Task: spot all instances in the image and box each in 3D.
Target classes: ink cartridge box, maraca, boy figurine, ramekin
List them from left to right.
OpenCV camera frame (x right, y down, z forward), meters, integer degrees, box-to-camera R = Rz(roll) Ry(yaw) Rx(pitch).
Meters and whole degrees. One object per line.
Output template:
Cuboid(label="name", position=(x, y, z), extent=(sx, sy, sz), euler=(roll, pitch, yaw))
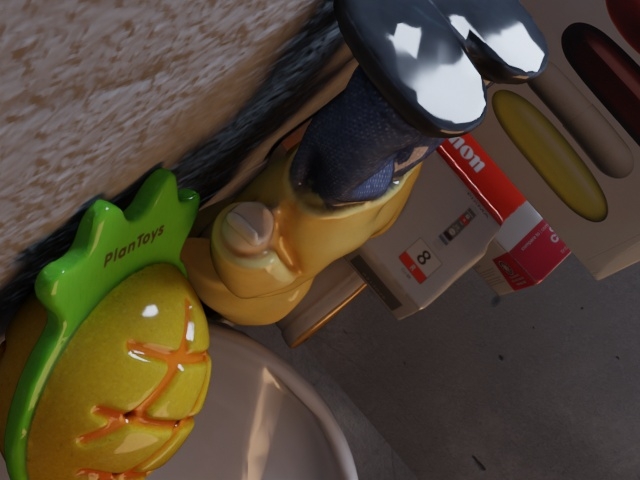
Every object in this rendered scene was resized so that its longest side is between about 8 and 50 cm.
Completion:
Cuboid(label="maraca", position=(-0.103, 0.051, 0.457), extent=(0.127, 0.099, 0.185), euler=(-43, 155, -53))
Cuboid(label="ramekin", position=(-0.112, 0.174, 0.667), extent=(0.273, 0.273, 0.127), euler=(-40, -170, 1))
Cuboid(label="boy figurine", position=(0.002, -0.035, 0.512), extent=(0.177, 0.092, 0.285), euler=(-39, 179, -35))
Cuboid(label="ink cartridge box", position=(0.074, -0.053, 0.658), extent=(0.179, 0.145, 0.045), euler=(-40, 179, -22))
Cuboid(label="ink cartridge box", position=(0.260, -0.067, 1.541), extent=(0.131, 0.306, 0.226), euler=(-41, 178, -8))

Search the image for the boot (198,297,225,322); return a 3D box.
Cuboid(label="boot", position=(-0.031, -0.008, 0.772), extent=(0.213, 0.077, 0.165), euler=(-41, 176, 11))

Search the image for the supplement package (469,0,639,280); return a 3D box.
Cuboid(label="supplement package", position=(0.189, -0.118, 0.547), extent=(0.149, 0.203, 0.194), euler=(-40, 177, -26))

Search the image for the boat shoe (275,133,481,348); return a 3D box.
Cuboid(label="boat shoe", position=(0.037, -0.042, 0.720), extent=(0.277, 0.096, 0.098), euler=(-51, -177, -24))
